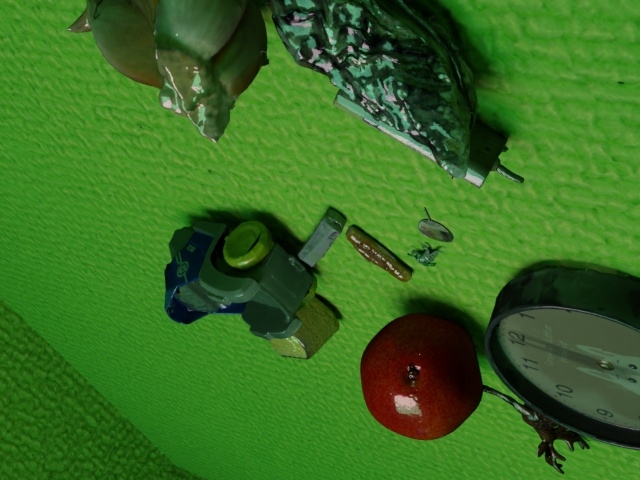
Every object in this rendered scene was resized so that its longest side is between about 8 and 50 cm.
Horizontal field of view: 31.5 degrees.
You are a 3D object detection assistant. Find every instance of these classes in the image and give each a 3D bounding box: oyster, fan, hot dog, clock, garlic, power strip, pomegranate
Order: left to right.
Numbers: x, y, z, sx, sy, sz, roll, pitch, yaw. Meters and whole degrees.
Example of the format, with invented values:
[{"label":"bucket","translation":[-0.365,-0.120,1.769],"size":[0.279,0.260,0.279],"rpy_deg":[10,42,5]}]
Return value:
[{"label":"garlic","translation":[-0.191,-0.293,1.427],"size":[0.286,0.249,0.313],"rpy_deg":[38,-170,-44]},{"label":"hot dog","translation":[0.096,0.026,1.909],"size":[0.137,0.028,0.044],"rpy_deg":[37,163,-14]},{"label":"oyster","translation":[0.069,-0.219,1.346],"size":[0.351,0.158,0.162],"rpy_deg":[48,-171,-3]},{"label":"pomegranate","translation":[0.183,0.240,1.994],"size":[0.220,0.221,0.256],"rpy_deg":[18,-179,29]},{"label":"power strip","translation":[0.143,-0.143,1.449],"size":[0.268,0.092,0.034],"rpy_deg":[30,135,4]},{"label":"fan","translation":[0.179,-0.019,1.750],"size":[0.060,0.003,0.080],"rpy_deg":[27,156,9]},{"label":"clock","translation":[0.431,0.187,1.712],"size":[0.386,0.076,0.386],"rpy_deg":[22,149,14]}]

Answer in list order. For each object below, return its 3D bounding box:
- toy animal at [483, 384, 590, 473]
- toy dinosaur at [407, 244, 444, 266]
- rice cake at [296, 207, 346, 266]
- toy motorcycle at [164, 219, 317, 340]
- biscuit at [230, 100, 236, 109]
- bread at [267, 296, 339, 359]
[{"label":"toy animal","translation":[0.409,0.314,2.010],"size":[0.260,0.087,0.243],"rpy_deg":[41,156,-12]},{"label":"toy dinosaur","translation":[0.175,0.030,1.829],"size":[0.083,0.021,0.062],"rpy_deg":[16,159,41]},{"label":"rice cake","translation":[0.000,0.000,1.963],"size":[0.043,0.034,0.211],"rpy_deg":[36,156,0]},{"label":"toy motorcycle","translation":[-0.185,0.074,2.121],"size":[0.326,0.200,0.191],"rpy_deg":[10,155,41]},{"label":"biscuit","translation":[-0.226,-0.284,1.689],"size":[0.265,0.040,0.188],"rpy_deg":[39,158,-15]},{"label":"bread","translation":[-0.041,0.163,2.233],"size":[0.129,0.114,0.111],"rpy_deg":[-5,131,49]}]
